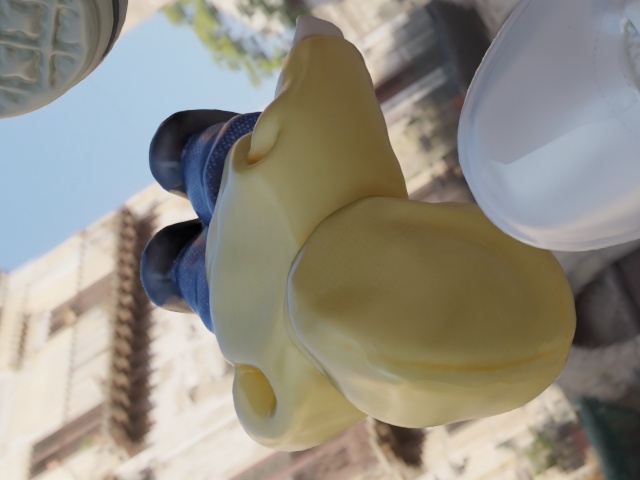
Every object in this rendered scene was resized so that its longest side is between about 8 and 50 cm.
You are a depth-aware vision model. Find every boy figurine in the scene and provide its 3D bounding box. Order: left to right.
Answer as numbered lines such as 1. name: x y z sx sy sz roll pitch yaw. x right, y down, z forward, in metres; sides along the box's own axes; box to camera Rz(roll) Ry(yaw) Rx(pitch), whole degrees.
1. boy figurine: 0.000 0.000 0.608 0.285 0.092 0.177 -161 74 -67

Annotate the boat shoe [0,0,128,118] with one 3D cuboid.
1. boat shoe: -0.249 -0.268 0.626 0.500 0.187 0.156 50 -149 -32

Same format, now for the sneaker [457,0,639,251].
1. sneaker: 0.115 -0.065 0.339 0.080 0.212 0.094 58 -161 2
